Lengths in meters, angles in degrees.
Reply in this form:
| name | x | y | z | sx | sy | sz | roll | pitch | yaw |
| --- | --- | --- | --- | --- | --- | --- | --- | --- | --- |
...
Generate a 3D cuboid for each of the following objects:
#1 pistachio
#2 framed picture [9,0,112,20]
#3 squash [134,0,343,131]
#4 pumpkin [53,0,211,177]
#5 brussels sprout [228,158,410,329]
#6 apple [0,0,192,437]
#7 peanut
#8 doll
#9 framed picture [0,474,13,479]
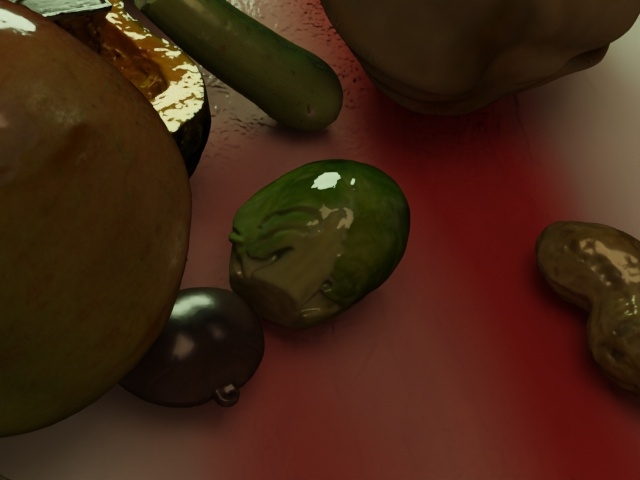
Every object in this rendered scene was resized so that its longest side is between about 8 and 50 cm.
| name | x | y | z | sx | sy | sz | roll | pitch | yaw |
| --- | --- | --- | --- | --- | --- | --- | --- | --- | --- |
| pistachio | 0.172 | -0.318 | 1.502 | 0.365 | 0.281 | 0.446 | 27 | 57 | -1 |
| framed picture | -0.290 | -0.247 | 1.343 | 0.149 | 0.011 | 0.109 | -16 | 56 | -30 |
| squash | -0.082 | -0.196 | 1.438 | 0.250 | 0.083 | 0.083 | 34 | 50 | -16 |
| pumpkin | -0.259 | -0.152 | 1.366 | 0.221 | 0.139 | 0.317 | -24 | 63 | -31 |
| brussels sprout | 0.000 | -0.004 | 1.310 | 0.161 | 0.144 | 0.181 | 12 | 48 | 16 |
| apple | -0.278 | -0.010 | 1.107 | 0.338 | 0.338 | 0.305 | 24 | 69 | 5 |
| peanut | 0.296 | 0.066 | 1.363 | 0.103 | 0.098 | 0.229 | 6 | 44 | -44 |
| doll | -0.127 | 0.075 | 1.261 | 0.145 | 0.096 | 0.188 | 0 | 44 | -20 |
| framed picture | -0.322 | 0.205 | 0.959 | 0.252 | 0.014 | 0.197 | 36 | 47 | -23 |
